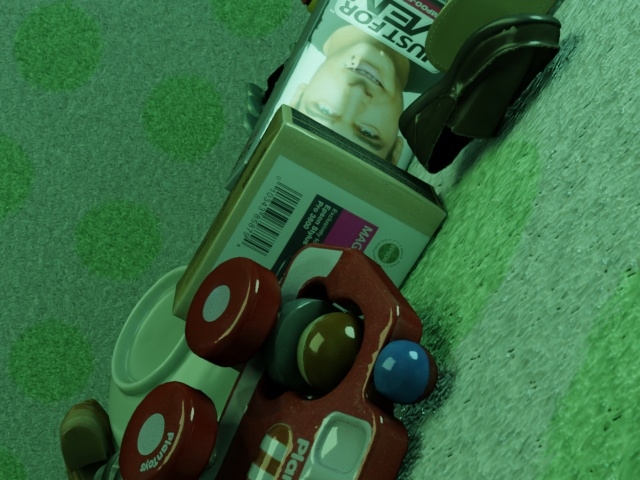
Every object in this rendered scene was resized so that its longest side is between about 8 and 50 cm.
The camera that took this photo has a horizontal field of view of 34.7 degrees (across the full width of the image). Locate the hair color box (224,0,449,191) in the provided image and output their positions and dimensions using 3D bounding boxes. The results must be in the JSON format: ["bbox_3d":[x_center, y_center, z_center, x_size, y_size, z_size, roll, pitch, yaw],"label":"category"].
[{"bbox_3d":[0.045,-0.192,1.318,0.375,0.185,0.113,-65,12,-20],"label":"hair color box"}]

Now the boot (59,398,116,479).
[{"bbox_3d":[-0.356,0.397,1.642,0.109,0.284,0.220,-18,5,-7],"label":"boot"}]

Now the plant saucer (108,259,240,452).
[{"bbox_3d":[-0.211,0.151,1.542,0.400,0.100,0.401,-35,35,29],"label":"plant saucer"}]

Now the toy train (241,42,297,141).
[{"bbox_3d":[-0.014,-0.180,1.564,0.142,0.190,0.334,-41,19,15],"label":"toy train"}]

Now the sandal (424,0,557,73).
[{"bbox_3d":[0.215,-0.258,1.063,0.079,0.088,0.240,-25,-14,-49],"label":"sandal"}]

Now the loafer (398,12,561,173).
[{"bbox_3d":[0.159,-0.134,0.984,0.220,0.080,0.078,-46,51,52],"label":"loafer"}]

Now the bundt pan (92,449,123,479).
[{"bbox_3d":[-0.247,0.389,1.276,0.331,0.124,0.331,-53,18,25],"label":"bundt pan"}]

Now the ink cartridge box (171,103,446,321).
[{"bbox_3d":[-0.014,0.010,1.053,0.235,0.193,0.088,-59,13,15],"label":"ink cartridge box"}]

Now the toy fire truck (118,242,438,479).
[{"bbox_3d":[-0.013,0.150,0.869,0.254,0.169,0.302,9,70,53],"label":"toy fire truck"}]

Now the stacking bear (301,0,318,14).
[{"bbox_3d":[0.031,-0.423,1.696,0.175,0.289,0.164,-53,14,39],"label":"stacking bear"}]

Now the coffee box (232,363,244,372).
[{"bbox_3d":[-0.039,0.074,1.265,0.141,0.098,0.246,-60,11,10],"label":"coffee box"}]
